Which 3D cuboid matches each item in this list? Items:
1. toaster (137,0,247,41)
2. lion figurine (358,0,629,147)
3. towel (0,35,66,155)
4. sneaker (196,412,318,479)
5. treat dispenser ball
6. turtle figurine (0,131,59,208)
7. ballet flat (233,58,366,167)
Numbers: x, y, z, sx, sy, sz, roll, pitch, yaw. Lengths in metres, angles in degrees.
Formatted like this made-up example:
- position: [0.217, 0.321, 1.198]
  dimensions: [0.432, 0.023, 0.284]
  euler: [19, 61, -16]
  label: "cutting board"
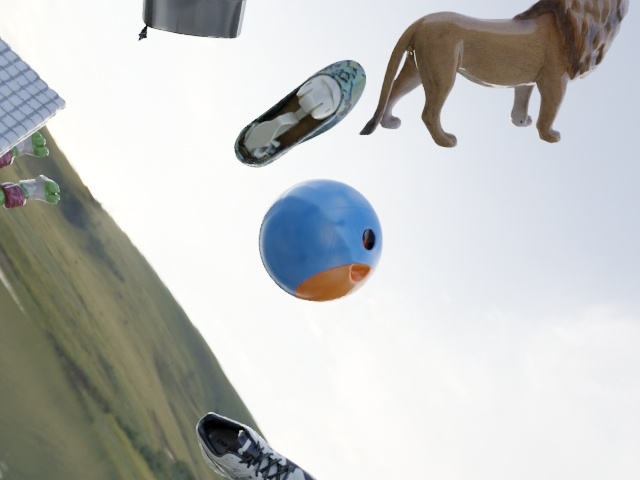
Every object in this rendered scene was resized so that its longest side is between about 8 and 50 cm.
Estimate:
- position: [-0.206, -0.421, 0.936]
  dimensions: [0.110, 0.167, 0.186]
  euler: [133, -43, -67]
  label: "toaster"
- position: [0.247, -0.268, 0.830]
  dimensions: [0.142, 0.391, 0.240]
  euler: [-115, -159, -56]
  label: "lion figurine"
- position: [-0.501, -0.172, 0.706]
  dimensions: [0.121, 0.284, 0.235]
  euler: [-27, -64, 35]
  label: "towel"
- position: [-0.037, 0.123, 0.317]
  dimensions: [0.083, 0.032, 0.037]
  euler: [19, -39, 26]
  label: "sneaker"
- position: [0.000, 0.000, 1.328]
  dimensions: [0.288, 0.288, 0.288]
  euler: [42, -29, 30]
  label: "treat dispenser ball"
- position: [-0.555, -0.085, 0.938]
  dimensions: [0.274, 0.266, 0.198]
  euler: [-30, -88, 43]
  label: "turtle figurine"
- position: [-0.027, -0.147, 0.685]
  dimensions: [0.070, 0.188, 0.070]
  euler: [49, 15, -17]
  label: "ballet flat"
